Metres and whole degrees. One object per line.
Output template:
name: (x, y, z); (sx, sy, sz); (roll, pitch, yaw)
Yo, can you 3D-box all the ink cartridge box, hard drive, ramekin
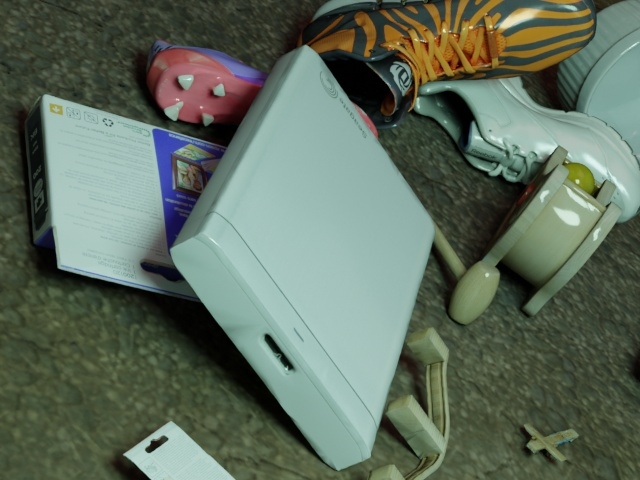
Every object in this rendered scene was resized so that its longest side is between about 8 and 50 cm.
ink cartridge box: (-0.143, -0.018, 1.275); (0.206, 0.045, 0.208); (16, 39, -28)
hard drive: (0.000, 0.000, 1.303); (0.233, 0.047, 0.353); (54, 27, -19)
ink cartridge box: (-0.089, 0.187, 1.080); (0.115, 0.029, 0.063); (42, 34, 12)
ramekin: (0.389, -0.198, 1.850); (0.207, 0.207, 0.109); (12, 31, -32)

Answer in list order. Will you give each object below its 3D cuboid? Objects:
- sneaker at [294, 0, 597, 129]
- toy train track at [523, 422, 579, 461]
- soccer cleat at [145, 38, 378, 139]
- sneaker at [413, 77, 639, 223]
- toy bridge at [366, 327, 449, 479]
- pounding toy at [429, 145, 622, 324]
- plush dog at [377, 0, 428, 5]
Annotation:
sneaker: (0.123, -0.185, 1.562); (0.321, 0.124, 0.180); (-7, 29, 17)
toy train track: (0.209, 0.184, 1.368); (0.048, 0.014, 0.083); (44, 27, 26)
soccer cleat: (-0.055, -0.139, 1.484); (0.248, 0.083, 0.095); (13, 34, -27)
sneaker: (0.225, -0.105, 1.691); (0.297, 0.111, 0.129); (35, 44, 11)
toy bridge: (0.081, 0.157, 1.253); (0.063, 0.026, 0.188); (54, 33, -25)
pounding toy: (0.203, -0.033, 1.508); (0.155, 0.154, 0.269); (37, 32, 2)
plush dog: (0.121, -0.368, 1.840); (0.210, 0.262, 0.225); (16, 7, 37)
